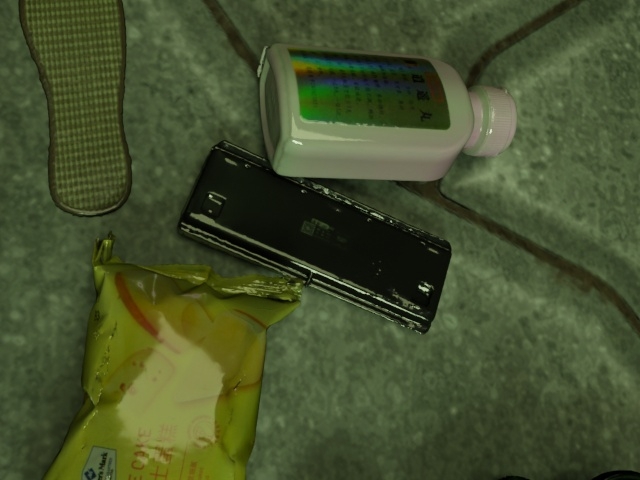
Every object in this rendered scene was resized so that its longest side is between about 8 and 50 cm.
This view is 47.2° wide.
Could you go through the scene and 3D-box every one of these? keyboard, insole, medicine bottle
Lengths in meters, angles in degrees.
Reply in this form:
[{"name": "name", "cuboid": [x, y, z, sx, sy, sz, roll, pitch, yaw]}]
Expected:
[{"name": "keyboard", "cuboid": [0.000, 0.000, 0.616, 0.230, 0.025, 0.094, 24, 67, -9]}, {"name": "insole", "cuboid": [-0.199, -0.140, 0.609, 0.086, 0.005, 0.253, -7, 76, -18]}, {"name": "medicine bottle", "cuboid": [0.060, -0.108, 0.633, 0.219, 0.078, 0.115, 1, 55, -18]}]

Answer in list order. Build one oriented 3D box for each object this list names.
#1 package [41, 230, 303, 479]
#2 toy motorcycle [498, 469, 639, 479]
[{"name": "package", "cuboid": [-0.107, 0.112, 0.515, 0.168, 0.090, 0.226, 11, 74, -11]}, {"name": "toy motorcycle", "cuboid": [0.144, 0.281, 0.530, 0.331, 0.125, 0.196, -6, 78, -14]}]
